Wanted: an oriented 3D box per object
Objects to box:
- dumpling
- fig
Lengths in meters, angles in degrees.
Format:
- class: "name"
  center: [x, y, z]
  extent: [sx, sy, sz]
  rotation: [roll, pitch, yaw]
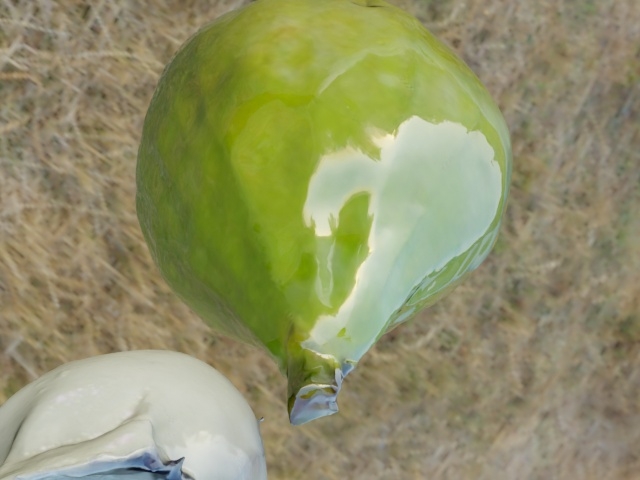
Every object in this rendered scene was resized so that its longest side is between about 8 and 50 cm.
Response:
- class: "dumpling"
  center: [-0.102, 0.101, 0.602]
  extent: [0.176, 0.150, 0.092]
  rotation: [-59, 147, -69]
- class: "fig"
  center: [0.020, -0.014, 0.760]
  extent: [0.233, 0.314, 0.233]
  rotation: [-16, 129, -21]
